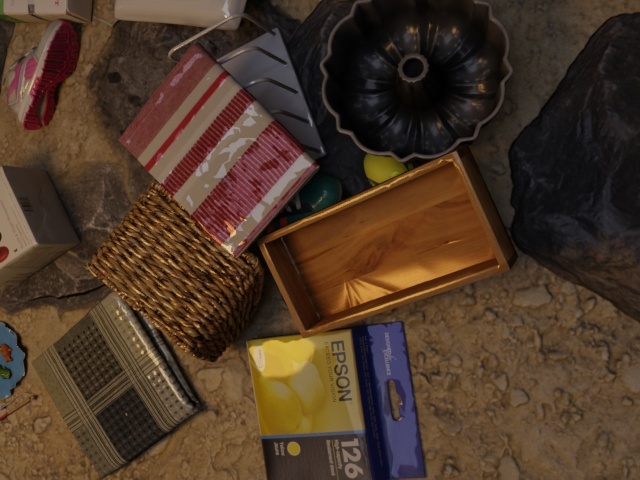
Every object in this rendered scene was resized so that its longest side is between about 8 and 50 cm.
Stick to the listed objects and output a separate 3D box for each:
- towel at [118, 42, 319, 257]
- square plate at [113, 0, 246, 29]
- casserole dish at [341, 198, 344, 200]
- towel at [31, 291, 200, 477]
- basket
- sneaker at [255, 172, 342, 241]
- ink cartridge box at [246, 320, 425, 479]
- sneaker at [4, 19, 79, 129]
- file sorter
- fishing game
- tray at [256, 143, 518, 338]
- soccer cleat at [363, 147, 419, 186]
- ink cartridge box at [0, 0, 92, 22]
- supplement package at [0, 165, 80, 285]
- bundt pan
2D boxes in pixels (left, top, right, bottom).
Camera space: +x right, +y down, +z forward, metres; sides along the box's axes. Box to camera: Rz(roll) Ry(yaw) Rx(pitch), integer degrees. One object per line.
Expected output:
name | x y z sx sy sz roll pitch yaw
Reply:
towel | -0.185 -0.160 1.280 0.329 0.037 0.237 46 104 12
square plate | -0.265 -0.604 1.431 0.347 0.049 0.344 15 90 30
casserole dish | 0.000 0.000 1.394 0.114 0.037 0.188 37 102 16
towel | -0.450 0.309 1.559 0.312 0.056 0.324 -38 81 19
basket | -0.259 0.067 1.406 0.299 0.213 0.223 35 84 17
sneaker | -0.107 -0.060 1.362 0.302 0.121 0.108 -18 71 27
ink cartridge box | 0.024 0.323 1.374 0.307 0.072 0.304 -10 87 22
sneaker | -0.631 -0.378 1.580 0.111 0.103 0.252 33 100 15
file sorter | -0.144 -0.259 1.371 0.192 0.173 0.278 -23 84 19
fishing game | -0.770 0.284 1.673 0.189 0.041 0.264 -31 81 20
tray | 0.102 0.012 1.225 0.411 0.076 0.203 -23 95 32
soccer cleat | 0.174 -0.057 1.285 0.093 0.121 0.289 -38 78 16
ink cartridge box | -0.614 -0.567 1.576 0.219 0.092 0.160 7 94 19
supplement package | -0.687 -0.028 1.580 0.203 0.149 0.194 -31 81 16
bundt pan | 0.171 -0.285 1.267 0.330 0.124 0.331 -2 82 14
